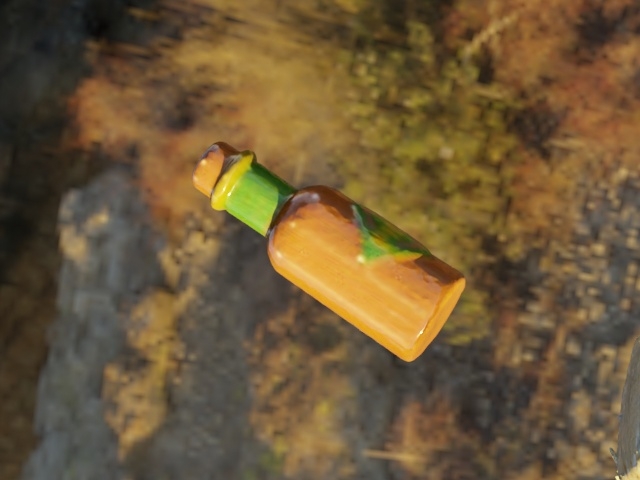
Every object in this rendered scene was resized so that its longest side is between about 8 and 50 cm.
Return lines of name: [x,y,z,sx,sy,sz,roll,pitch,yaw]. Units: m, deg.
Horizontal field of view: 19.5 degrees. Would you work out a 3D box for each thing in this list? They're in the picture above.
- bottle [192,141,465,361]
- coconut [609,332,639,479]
bottle: [0.000,0.000,1.187,0.187,0.069,0.069,33,117,9]
coconut: [0.261,0.084,1.016,0.194,0.194,0.194,-23,62,53]
